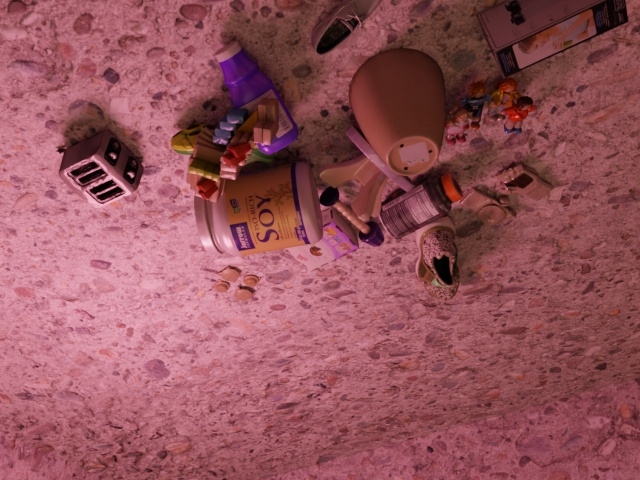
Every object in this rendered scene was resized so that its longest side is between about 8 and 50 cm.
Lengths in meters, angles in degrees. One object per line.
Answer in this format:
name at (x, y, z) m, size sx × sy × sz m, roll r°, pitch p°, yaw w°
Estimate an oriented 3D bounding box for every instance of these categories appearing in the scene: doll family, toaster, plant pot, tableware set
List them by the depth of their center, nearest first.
plant pot at (0.211, -0.301, 1.557) m, size 0.257 × 0.273 × 0.256 m, roll -3°, pitch 137°, yaw -2°
doll family at (0.435, -0.358, 1.632) m, size 0.263 × 0.118 × 0.163 m, roll -12°, pitch 156°, yaw -3°
toaster at (-0.616, -0.197, 1.715) m, size 0.186 × 0.110 × 0.168 m, roll -20°, pitch 135°, yaw 17°
tableware set at (-0.299, 0.156, 2.201) m, size 0.169 × 0.020 × 0.141 m, roll 22°, pitch 129°, yaw -25°

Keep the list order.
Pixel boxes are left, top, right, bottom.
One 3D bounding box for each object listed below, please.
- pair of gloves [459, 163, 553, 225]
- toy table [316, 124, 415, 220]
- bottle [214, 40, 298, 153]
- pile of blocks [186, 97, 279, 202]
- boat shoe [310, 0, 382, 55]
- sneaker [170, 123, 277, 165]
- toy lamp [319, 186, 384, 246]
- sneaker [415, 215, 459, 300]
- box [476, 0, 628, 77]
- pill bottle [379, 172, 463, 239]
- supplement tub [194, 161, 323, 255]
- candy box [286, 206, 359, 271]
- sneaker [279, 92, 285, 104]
pair of gloves at (0.586, -0.137, 1.946) m, size 0.204 × 0.042 × 0.240 m, roll 29°, pitch 129°, yaw -32°
toy table at (0.124, -0.182, 1.729) m, size 0.274 × 0.252 × 0.161 m, roll 38°, pitch 106°, yaw -27°
bottle at (-0.165, -0.359, 1.556) m, size 0.118 × 0.092 × 0.282 m, roll -30°, pitch 118°, yaw 4°
pile of blocks at (-0.241, -0.222, 1.539) m, size 0.149 × 0.112 × 0.362 m, roll 37°, pitch 125°, yaw -15°
boat shoe at (0.068, -0.517, 1.447) m, size 0.079 × 0.081 × 0.228 m, roll 31°, pitch 127°, yaw -33°
sneaker at (-0.262, -0.246, 1.694) m, size 0.296 × 0.109 × 0.123 m, roll 1°, pitch 134°, yaw -7°
toy lamp at (0.109, -0.067, 1.950) m, size 0.080 × 0.080 × 0.275 m, roll -30°, pitch 133°, yaw 25°
sneaker at (0.404, 0.106, 2.091) m, size 0.158 × 0.182 × 0.410 m, roll -13°, pitch 138°, yaw 9°
box at (0.530, -0.516, 1.432) m, size 0.290 × 0.169 × 0.087 m, roll -23°, pitch 137°, yaw 17°
pill bottle at (0.308, -0.111, 1.882) m, size 0.246 × 0.130 × 0.130 m, roll -29°, pitch 133°, yaw 24°
supplement tub at (-0.173, -0.085, 1.783) m, size 0.332 × 0.241 × 0.241 m, roll -10°, pitch 138°, yaw 5°
candy box at (0.000, 0.000, 2.019) m, size 0.196 × 0.070 × 0.165 m, roll -26°, pitch 134°, yaw 21°
sneaker at (-0.121, -0.341, 1.657) m, size 0.057 × 0.047 × 0.119 m, roll -2°, pitch 130°, yaw 5°
